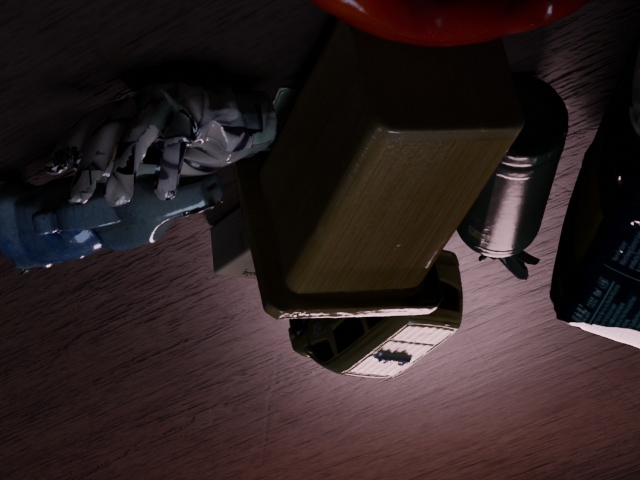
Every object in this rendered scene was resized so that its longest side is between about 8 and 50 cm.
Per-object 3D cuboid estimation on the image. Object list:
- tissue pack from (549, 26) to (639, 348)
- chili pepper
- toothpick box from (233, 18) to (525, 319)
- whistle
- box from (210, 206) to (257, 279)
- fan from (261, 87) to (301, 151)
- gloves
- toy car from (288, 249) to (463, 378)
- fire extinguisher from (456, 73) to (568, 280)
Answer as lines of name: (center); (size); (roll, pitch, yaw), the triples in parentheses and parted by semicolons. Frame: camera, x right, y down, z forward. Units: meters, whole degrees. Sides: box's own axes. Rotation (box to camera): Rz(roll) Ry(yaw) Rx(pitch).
tissue pack: (0.386, -0.061, 1.848); (0.264, 0.253, 0.416); (16, 154, 4)
chili pepper: (0.078, -0.230, 1.660); (0.368, 0.092, 0.137); (8, 133, -46)
toothpick box: (0.058, -0.079, 1.843); (0.190, 0.187, 0.308); (-1, 150, -21)
whistle: (-0.220, -0.030, 1.936); (0.269, 0.093, 0.180); (-12, -173, 23)
box: (0.000, 0.000, 2.134); (0.201, 0.058, 0.141); (7, 156, -31)
fan: (-0.010, -0.099, 1.987); (0.131, 0.009, 0.240); (-10, 155, -1)
gloves: (-0.154, -0.096, 1.825); (0.212, 0.111, 0.127); (-3, -163, -29)
toy car: (0.062, 0.099, 2.299); (0.101, 0.124, 0.256); (8, 150, -30)
fire extinguisher: (0.195, -0.053, 2.035); (0.095, 0.114, 0.311); (-50, 167, -20)
